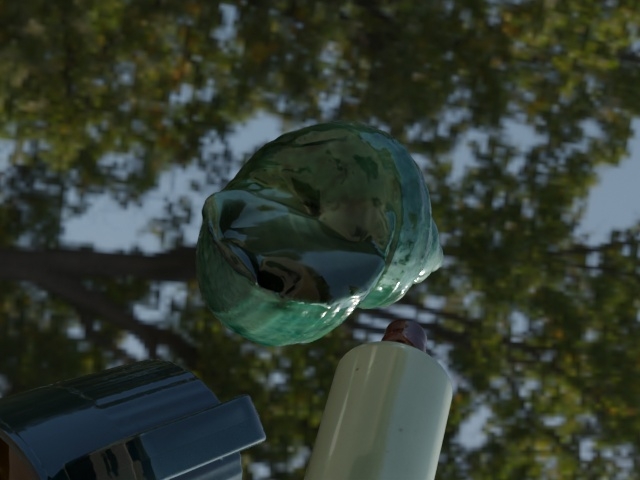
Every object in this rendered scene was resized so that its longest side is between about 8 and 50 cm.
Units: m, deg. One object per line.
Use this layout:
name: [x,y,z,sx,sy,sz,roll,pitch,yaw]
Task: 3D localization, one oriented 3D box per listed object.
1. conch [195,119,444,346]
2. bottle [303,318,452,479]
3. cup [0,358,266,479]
conch: [0.002,0.001,1.155,0.134,0.202,0.196,99,-27,-45]
bottle: [0.049,0.164,1.320,0.104,0.104,0.245,-43,-160,42]
cup: [-0.243,0.243,1.694,0.242,0.292,0.308,43,-58,24]
